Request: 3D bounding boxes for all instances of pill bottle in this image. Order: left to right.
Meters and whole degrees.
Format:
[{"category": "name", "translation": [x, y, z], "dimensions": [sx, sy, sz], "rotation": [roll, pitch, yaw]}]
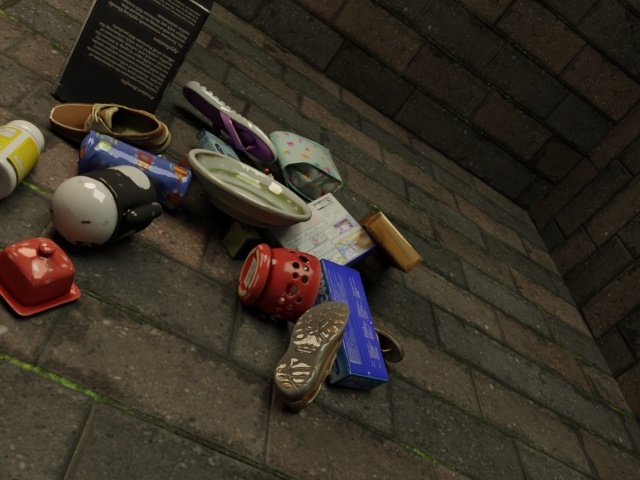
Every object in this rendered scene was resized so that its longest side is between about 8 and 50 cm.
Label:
[{"category": "pill bottle", "translation": [-0.721, -0.191, 1.452], "dimensions": [0.119, 0.119, 0.208], "rotation": [30, 28, -17]}]

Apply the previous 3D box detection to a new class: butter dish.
[{"category": "butter dish", "translation": [-0.569, 0.049, 1.276], "dimensions": [0.160, 0.118, 0.160], "rotation": [45, 27, 12]}]

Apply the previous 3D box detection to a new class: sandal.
[{"category": "sandal", "translation": [-0.334, -0.391, 2.234], "dimensions": [0.416, 0.169, 0.102], "rotation": [39, 70, 3]}, {"category": "sandal", "translation": [0.147, 0.282, 1.852], "dimensions": [0.219, 0.090, 0.060], "rotation": [45, 44, 8]}]

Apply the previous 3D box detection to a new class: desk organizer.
[{"category": "desk organizer", "translation": [-0.401, -0.254, 2.015], "dimensions": [0.130, 0.050, 0.047], "rotation": [-74, 145, -77]}]

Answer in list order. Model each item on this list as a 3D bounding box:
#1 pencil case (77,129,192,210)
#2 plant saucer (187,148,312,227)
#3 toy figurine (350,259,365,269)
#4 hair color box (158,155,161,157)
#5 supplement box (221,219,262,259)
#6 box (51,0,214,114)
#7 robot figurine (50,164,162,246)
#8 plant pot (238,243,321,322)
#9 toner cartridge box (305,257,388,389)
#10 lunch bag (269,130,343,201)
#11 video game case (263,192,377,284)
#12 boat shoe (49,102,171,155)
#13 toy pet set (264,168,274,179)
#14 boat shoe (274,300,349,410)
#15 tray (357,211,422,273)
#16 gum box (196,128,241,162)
[{"category": "pencil case", "translation": [-0.502, -0.186, 1.714], "dimensions": [0.306, 0.133, 0.119], "rotation": [22, 52, -28]}, {"category": "plant saucer", "translation": [-0.220, -0.133, 1.862], "dimensions": [0.401, 0.100, 0.400], "rotation": [28, 14, -8]}, {"category": "toy figurine", "translation": [0.049, 0.016, 2.137], "dimensions": [0.173, 0.130, 0.159], "rotation": [-14, 40, -29]}, {"category": "hair color box", "translation": [-0.557, -0.262, 1.835], "dimensions": [0.167, 0.053, 0.093], "rotation": [34, 28, -7]}, {"category": "supplement box", "translation": [-0.226, -0.002, 1.815], "dimensions": [0.056, 0.083, 0.083], "rotation": [5, 42, -51]}, {"category": "box", "translation": [-0.554, -0.658, 1.978], "dimensions": [0.297, 0.471, 0.479], "rotation": [30, 28, -21]}, {"category": "robot figurine", "translation": [-0.503, -0.082, 1.504], "dimensions": [0.173, 0.209, 0.278], "rotation": [58, 27, -1]}, {"category": "plant pot", "translation": [-0.115, 0.106, 1.683], "dimensions": [0.174, 0.191, 0.191], "rotation": [20, 32, -21]}, {"category": "toner cartridge box", "translation": [0.069, 0.229, 1.747], "dimensions": [0.165, 0.075, 0.347], "rotation": [21, 44, -42]}, {"category": "lunch bag", "translation": [-0.071, -0.282, 2.355], "dimensions": [0.262, 0.160, 0.223], "rotation": [25, 31, -38]}, {"category": "video game case", "translation": [0.000, 0.000, 1.992], "dimensions": [0.270, 0.061, 0.244], "rotation": [-29, 67, -29]}, {"category": "boat shoe", "translation": [-0.570, -0.325, 1.721], "dimensions": [0.324, 0.120, 0.122], "rotation": [9, 71, -3]}, {"category": "toy pet set", "translation": [-0.198, -0.162, 2.089], "dimensions": [0.114, 0.122, 0.065], "rotation": [46, 22, -58]}, {"category": "boat shoe", "translation": [-0.018, 0.279, 1.564], "dimensions": [0.123, 0.116, 0.324], "rotation": [13, 42, 24]}, {"category": "tray", "translation": [0.220, 0.004, 2.155], "dimensions": [0.203, 0.076, 0.411], "rotation": [49, 1, -2]}, {"category": "gum box", "translation": [-0.319, -0.272, 2.112], "dimensions": [0.157, 0.041, 0.184], "rotation": [29, 23, -56]}]
